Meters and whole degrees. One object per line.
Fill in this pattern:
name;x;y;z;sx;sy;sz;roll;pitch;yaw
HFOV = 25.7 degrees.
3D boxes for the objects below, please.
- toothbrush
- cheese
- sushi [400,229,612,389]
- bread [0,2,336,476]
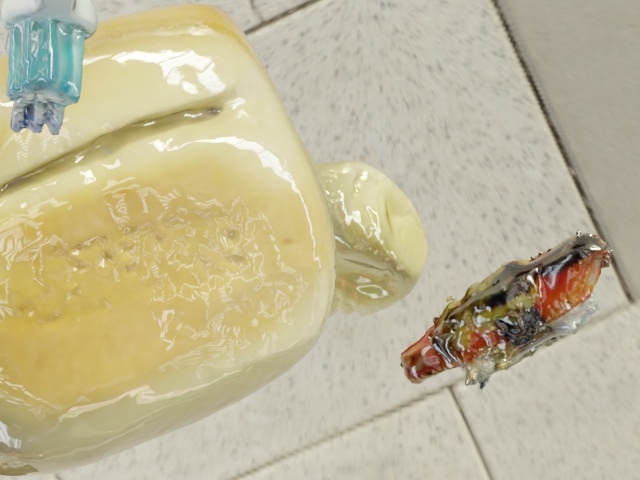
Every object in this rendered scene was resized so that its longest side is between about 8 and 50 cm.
toothbrush;-0.047;-0.088;0.315;0.042;0.418;0.040;5;80;-16
cheese;0.000;0.000;1.561;0.214;0.117;0.226;-18;138;35
sushi;0.179;0.072;1.317;0.226;0.097;0.103;-30;104;9
bread;-0.178;-0.004;1.188;0.376;0.253;0.347;-24;102;-14
